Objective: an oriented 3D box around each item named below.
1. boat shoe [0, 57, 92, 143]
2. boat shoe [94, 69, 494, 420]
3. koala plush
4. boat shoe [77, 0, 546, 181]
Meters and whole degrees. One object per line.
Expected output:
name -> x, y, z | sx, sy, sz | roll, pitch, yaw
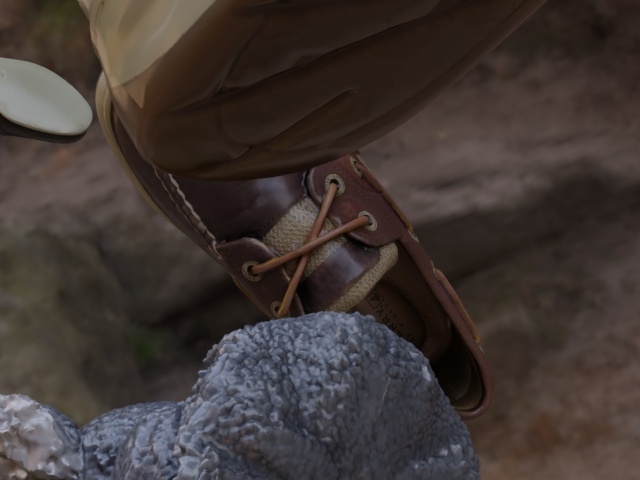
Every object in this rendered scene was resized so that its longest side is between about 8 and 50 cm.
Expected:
boat shoe -> -0.210, -0.091, 1.268 | 0.133, 0.042, 0.049 | 18, 51, 4
boat shoe -> 0.000, 0.000, 1.193 | 0.123, 0.342, 0.123 | -43, 37, -5
koala plush -> -0.053, 0.127, 0.893 | 0.221, 0.196, 0.203 | 1, 71, 56
boat shoe -> 0.065, -0.153, 0.359 | 0.341, 0.110, 0.122 | -40, -26, 22
